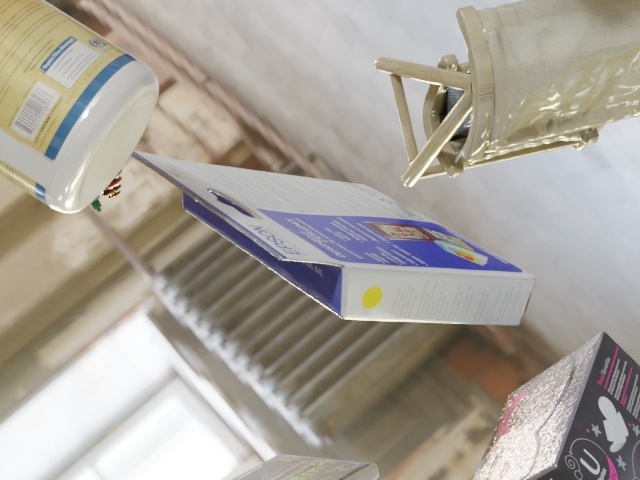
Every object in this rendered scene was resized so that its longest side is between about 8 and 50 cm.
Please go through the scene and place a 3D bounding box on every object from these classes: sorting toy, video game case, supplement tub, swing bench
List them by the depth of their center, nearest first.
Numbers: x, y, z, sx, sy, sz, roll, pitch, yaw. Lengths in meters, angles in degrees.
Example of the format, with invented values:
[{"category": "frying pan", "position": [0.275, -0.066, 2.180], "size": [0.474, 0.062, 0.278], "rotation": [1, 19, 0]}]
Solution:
[{"category": "supplement tub", "position": [-0.252, -0.130, 1.272], "size": [0.199, 0.144, 0.144], "rotation": [33, 166, 4]}, {"category": "swing bench", "position": [0.233, -0.176, 1.701], "size": [0.254, 0.253, 0.165], "rotation": [164, 92, -69]}, {"category": "video game case", "position": [-0.054, 0.301, 1.814], "size": [0.173, 0.190, 0.022], "rotation": [-2, 104, 45]}, {"category": "sorting toy", "position": [-0.300, -0.061, 1.992], "size": [0.042, 0.102, 0.061], "rotation": [65, 175, -18]}]

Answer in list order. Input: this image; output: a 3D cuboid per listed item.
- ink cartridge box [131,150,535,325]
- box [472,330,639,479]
[{"category": "ink cartridge box", "position": [0.000, 0.000, 1.496], "size": [0.307, 0.072, 0.303], "rotation": [3, -161, -36]}, {"category": "box", "position": [0.265, 0.241, 1.615], "size": [0.142, 0.247, 0.163], "rotation": [45, 127, -6]}]
